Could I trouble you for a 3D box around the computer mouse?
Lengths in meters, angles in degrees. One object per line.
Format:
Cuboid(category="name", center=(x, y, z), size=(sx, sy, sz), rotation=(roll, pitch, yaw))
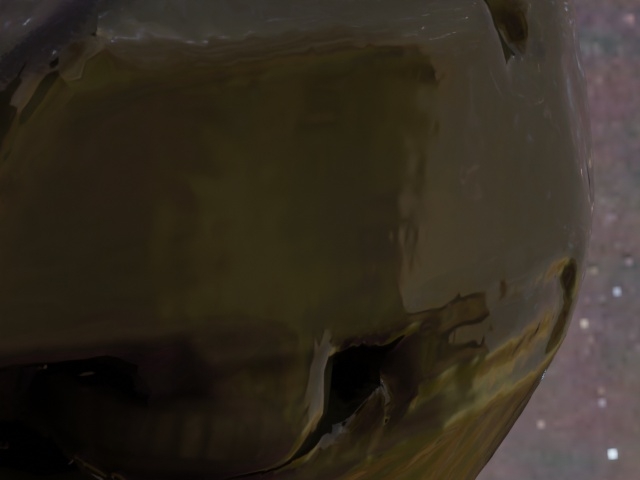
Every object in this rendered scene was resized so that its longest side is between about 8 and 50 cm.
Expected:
Cuboid(category="computer mouse", center=(0.002, 0.001, 0.562), size=(0.145, 0.228, 0.429), rotation=(15, 18, 16))
